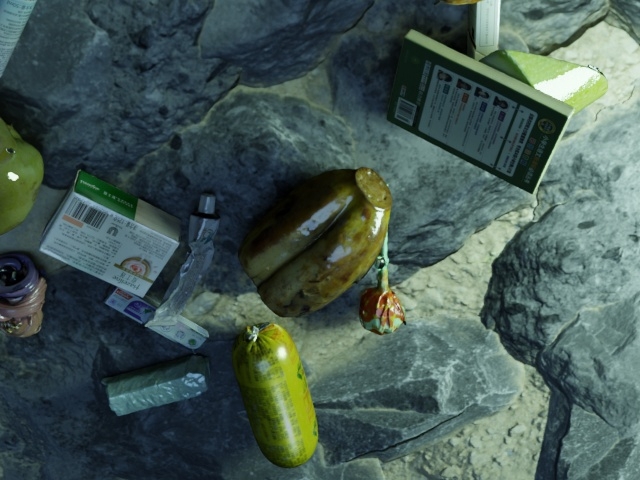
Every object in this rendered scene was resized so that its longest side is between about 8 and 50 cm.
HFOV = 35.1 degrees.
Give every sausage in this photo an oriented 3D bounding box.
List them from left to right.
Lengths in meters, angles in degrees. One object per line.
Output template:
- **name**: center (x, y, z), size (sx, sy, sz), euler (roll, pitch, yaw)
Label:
- **sausage**: center (-0.080, 0.289, 1.862), size (0.123, 0.123, 0.347), euler (-11, 123, 3)

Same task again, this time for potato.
- **potato**: center (-0.596, -0.119, 1.525), size (0.350, 0.203, 0.218), euler (5, 147, 2)

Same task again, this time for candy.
- **candy**: center (0.113, 0.036, 1.758), size (0.084, 0.078, 0.288), euler (1, 115, -1)

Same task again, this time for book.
- **book**: center (0.230, -0.188, 1.519), size (0.264, 0.027, 0.202), euler (28, 150, 11)

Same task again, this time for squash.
- **squash**: center (0.310, -0.226, 1.563), size (0.204, 0.155, 0.237), euler (40, 153, -9)

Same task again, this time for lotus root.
- **lotus root**: center (-0.002, 0.003, 1.656), size (0.291, 0.193, 0.193), euler (-41, 117, 20)

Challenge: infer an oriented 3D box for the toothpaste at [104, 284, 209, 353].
- **toothpaste**: center (-0.289, 0.134, 1.798), size (0.196, 0.040, 0.047), euler (33, 111, -23)

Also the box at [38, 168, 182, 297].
- **box**: center (-0.346, -0.009, 1.680), size (0.199, 0.081, 0.135), euler (29, 117, -18)

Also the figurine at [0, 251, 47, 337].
- **figurine**: center (-0.516, 0.109, 1.724), size (0.114, 0.126, 0.157), euler (17, 131, 38)

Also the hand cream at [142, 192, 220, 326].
- **hand cream**: center (-0.224, 0.040, 1.712), size (0.050, 0.084, 0.257), euler (30, 106, 27)

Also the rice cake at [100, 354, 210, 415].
- **rice cake**: center (-0.300, 0.267, 1.866), size (0.206, 0.069, 0.063), euler (-17, 122, 5)

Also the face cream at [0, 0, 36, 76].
- **face cream**: center (-0.478, -0.308, 1.481), size (0.075, 0.075, 0.229), euler (26, 117, -19)

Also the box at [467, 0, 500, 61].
- **box**: center (0.243, -0.333, 1.511), size (0.040, 0.084, 0.154), euler (-3, 122, -1)

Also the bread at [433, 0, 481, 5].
- **bread**: center (0.255, -0.481, 1.334), size (0.278, 0.207, 0.279), euler (-7, 122, -5)
